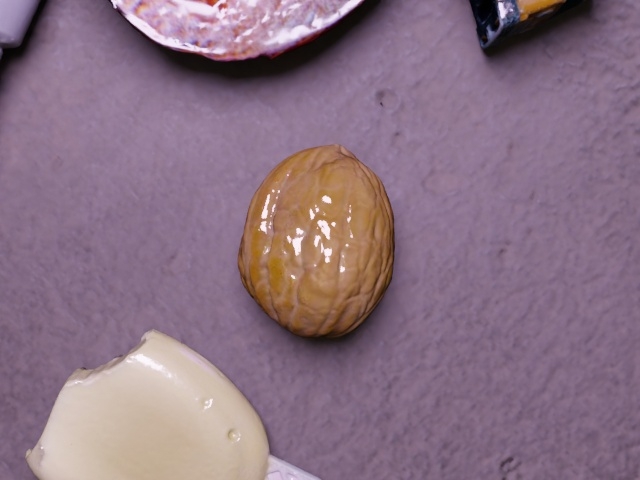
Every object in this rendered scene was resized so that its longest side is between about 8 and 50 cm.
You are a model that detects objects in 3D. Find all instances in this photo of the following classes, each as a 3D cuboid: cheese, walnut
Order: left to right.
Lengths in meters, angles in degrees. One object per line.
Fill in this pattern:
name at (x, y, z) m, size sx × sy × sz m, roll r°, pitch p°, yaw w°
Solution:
cheese at (-0.061, 0.152, 0.597) m, size 0.255 × 0.050 × 0.127 m, roll 24°, pitch 92°, yaw -3°
walnut at (0.000, 0.000, 0.563) m, size 0.105 × 0.105 × 0.124 m, roll 15°, pitch 90°, yaw 0°

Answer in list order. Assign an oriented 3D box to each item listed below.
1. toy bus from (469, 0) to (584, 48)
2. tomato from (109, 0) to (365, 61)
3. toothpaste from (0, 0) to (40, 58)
toy bus at (0.118, -0.221, 0.548) m, size 0.103 × 0.091 × 0.182 m, roll -17°, pitch 92°, yaw 2°
tomato at (-0.052, -0.220, 0.550) m, size 0.225 × 0.085 × 0.225 m, roll -1°, pitch 99°, yaw -7°
toothpaste at (-0.196, -0.226, 0.567) m, size 0.114 × 0.073 × 0.299 m, roll 19°, pitch 86°, yaw -1°
